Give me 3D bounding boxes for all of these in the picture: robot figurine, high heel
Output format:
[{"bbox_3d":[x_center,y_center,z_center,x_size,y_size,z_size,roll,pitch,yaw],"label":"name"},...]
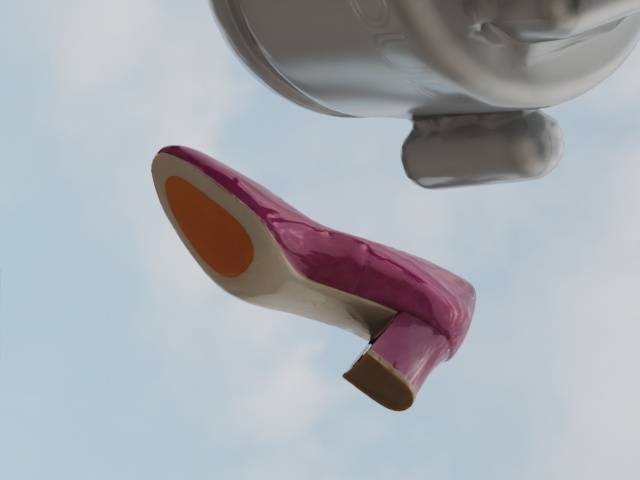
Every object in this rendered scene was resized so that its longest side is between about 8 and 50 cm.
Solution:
[{"bbox_3d":[0.060,-0.174,1.134,0.353,0.200,0.300,2,-73,59],"label":"robot figurine"},{"bbox_3d":[0.000,0.000,1.313,0.244,0.117,0.082,38,-41,-2],"label":"high heel"}]
